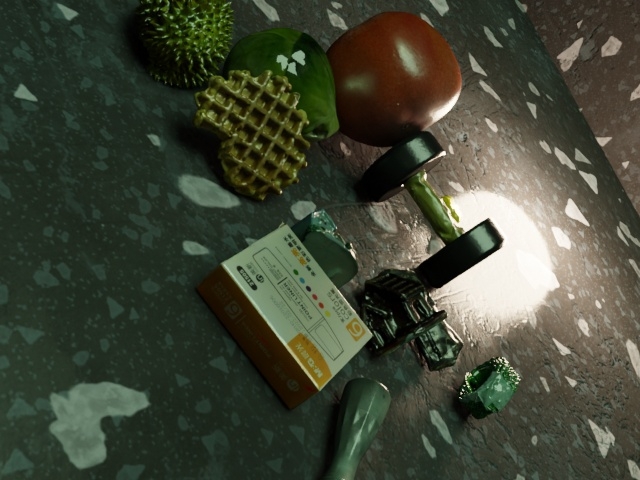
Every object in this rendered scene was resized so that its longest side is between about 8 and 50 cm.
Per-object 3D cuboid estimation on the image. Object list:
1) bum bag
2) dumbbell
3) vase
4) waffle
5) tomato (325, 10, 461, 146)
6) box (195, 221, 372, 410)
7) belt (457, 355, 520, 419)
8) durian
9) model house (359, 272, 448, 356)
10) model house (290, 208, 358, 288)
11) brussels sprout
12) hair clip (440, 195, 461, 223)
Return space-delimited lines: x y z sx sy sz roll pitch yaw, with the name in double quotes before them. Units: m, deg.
"bum bag" 0.212 0.159 1.653 0.102 0.069 0.248 -29 82 -17
"dumbbell" 0.259 -0.071 1.797 0.322 0.204 0.204 56 35 7
"vase" 0.054 0.336 1.312 0.086 0.086 0.214 42 40 -14
"waffle" -0.130 -0.200 1.497 0.249 0.056 0.253 -6 102 -31
"tomato" 0.155 -0.355 1.817 0.341 0.341 0.272 -2 55 -50
"box" -0.056 0.127 1.358 0.274 0.091 0.221 51 35 0
"belt" 0.346 0.303 1.634 0.079 0.121 0.151 51 39 -6
"durian" -0.271 -0.430 1.549 0.200 0.176 0.236 8 63 -20
"model house" 0.143 0.137 1.559 0.165 0.106 0.152 -21 74 -49
"model house" 0.000 0.000 1.526 0.148 0.119 0.148 32 32 -27
"brussels sprout" -0.074 -0.323 1.652 0.271 0.210 0.219 51 36 -29
"hair clip" 0.336 -0.056 2.009 0.072 0.046 0.173 38 35 -26
